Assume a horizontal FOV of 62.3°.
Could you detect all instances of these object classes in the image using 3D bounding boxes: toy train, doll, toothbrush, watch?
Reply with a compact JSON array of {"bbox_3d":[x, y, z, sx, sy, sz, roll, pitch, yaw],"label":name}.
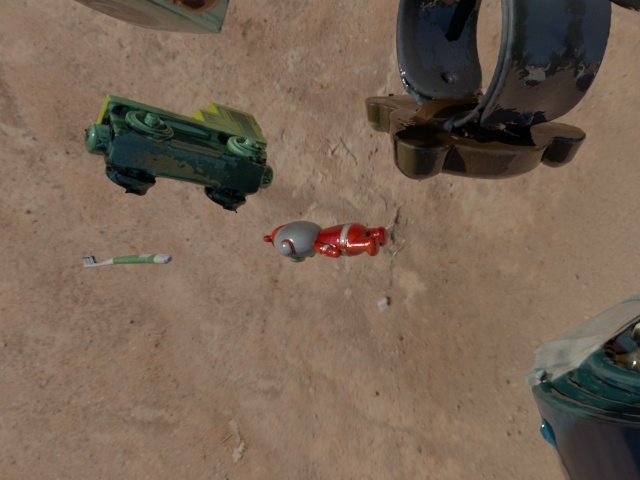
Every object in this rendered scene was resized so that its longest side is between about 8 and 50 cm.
[{"bbox_3d":[-0.270,-0.190,1.026,0.150,0.368,0.237,-56,45,27],"label":"toy train"},{"bbox_3d":[0.000,0.000,1.001,0.244,0.142,0.076,-2,106,23],"label":"doll"},{"bbox_3d":[-0.324,0.032,0.867,0.257,0.018,0.024,-2,111,39],"label":"toothbrush"},{"bbox_3d":[0.221,-0.283,0.774,0.313,0.335,0.327,-8,120,-19],"label":"watch"}]

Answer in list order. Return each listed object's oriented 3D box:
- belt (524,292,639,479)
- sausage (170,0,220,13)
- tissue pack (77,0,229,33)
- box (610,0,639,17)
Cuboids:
[{"bbox_3d":[0.353,0.099,0.310,0.436,0.300,0.173,-17,94,43],"label":"belt"},{"bbox_3d":[-0.153,-0.508,0.876,0.304,0.121,0.121,-38,84,28],"label":"sausage"},{"bbox_3d":[-0.409,-0.544,1.045,0.287,0.388,0.162,18,98,31],"label":"tissue pack"},{"bbox_3d":[0.201,-0.199,0.333,0.135,0.269,0.079,20,125,-25],"label":"box"}]
